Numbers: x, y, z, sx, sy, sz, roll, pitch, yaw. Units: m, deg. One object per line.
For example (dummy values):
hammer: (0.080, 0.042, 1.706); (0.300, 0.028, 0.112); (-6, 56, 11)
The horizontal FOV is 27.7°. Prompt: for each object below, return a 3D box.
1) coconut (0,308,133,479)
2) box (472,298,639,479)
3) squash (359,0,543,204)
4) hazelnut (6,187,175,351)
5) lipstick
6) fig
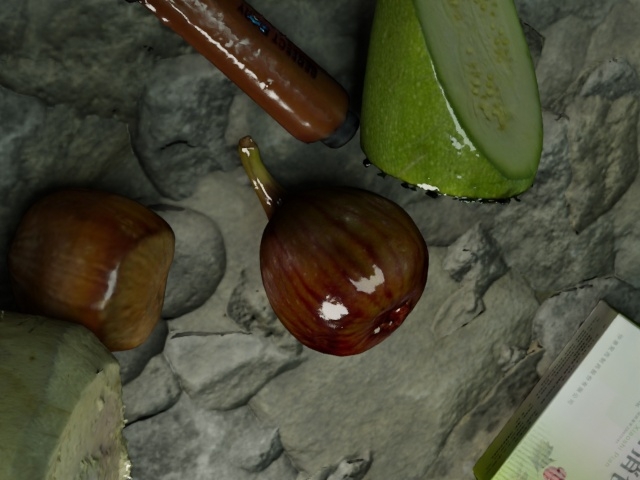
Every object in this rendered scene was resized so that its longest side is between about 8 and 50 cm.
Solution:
coconut: (-0.310, 0.200, 1.088); (0.254, 0.297, 0.297); (7, 115, 11)
box: (0.324, 0.223, 1.511); (0.175, 0.062, 0.260); (34, 97, -14)
squash: (0.136, -0.185, 1.187); (0.189, 0.189, 0.261); (2, 114, -24)
hazelnut: (-0.209, 0.026, 1.184); (0.150, 0.150, 0.150); (-10, 117, -19)
lipstick: (-0.114, -0.211, 1.134); (0.077, 0.077, 0.418); (-49, 124, 4)
fig: (0.002, 0.006, 1.262); (0.175, 0.207, 0.175); (-41, 158, -21)
